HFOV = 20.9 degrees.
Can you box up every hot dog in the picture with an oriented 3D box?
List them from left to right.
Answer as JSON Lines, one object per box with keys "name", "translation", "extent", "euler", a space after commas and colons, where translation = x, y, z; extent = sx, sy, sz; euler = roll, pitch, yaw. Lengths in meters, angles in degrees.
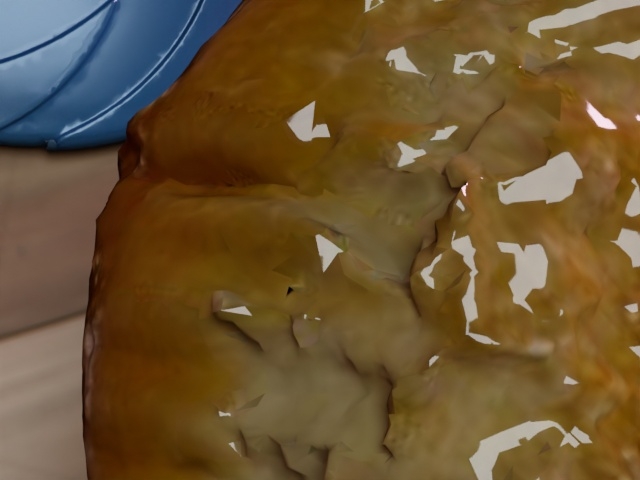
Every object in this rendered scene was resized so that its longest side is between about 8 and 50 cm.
{"name": "hot dog", "translation": [0.109, 0.034, 0.513], "extent": [0.367, 0.196, 0.365], "euler": [45, 57, -27]}

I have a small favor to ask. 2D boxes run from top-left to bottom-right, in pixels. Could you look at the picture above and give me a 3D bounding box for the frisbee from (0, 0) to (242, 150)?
{"name": "frisbee", "translation": [-0.109, -0.149, 0.648], "extent": [0.242, 0.045, 0.242], "euler": [4, 70, -12]}
